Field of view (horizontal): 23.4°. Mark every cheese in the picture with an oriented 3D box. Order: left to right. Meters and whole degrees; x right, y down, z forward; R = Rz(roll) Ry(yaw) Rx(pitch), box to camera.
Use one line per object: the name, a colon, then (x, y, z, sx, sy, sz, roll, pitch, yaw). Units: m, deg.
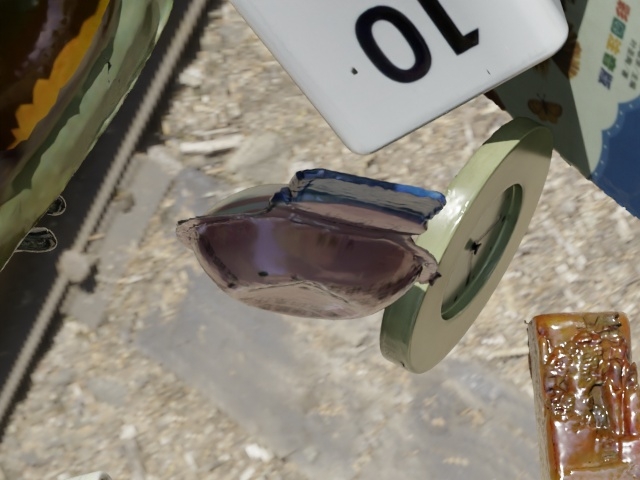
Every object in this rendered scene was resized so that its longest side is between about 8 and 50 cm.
cheese: (0.000, 0.000, 1.026, 0.189, 0.286, 0.074, 9, 75, -11)

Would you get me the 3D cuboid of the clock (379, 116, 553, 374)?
clock: (0.124, 0.004, 1.292, 0.029, 0.235, 0.235, 29, 110, 19)

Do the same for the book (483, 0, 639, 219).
book: (0.238, -0.185, 1.310, 0.428, 0.039, 0.300, 43, 147, 32)

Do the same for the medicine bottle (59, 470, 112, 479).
medicine bottle: (-0.285, 0.248, 1.303, 0.231, 0.059, 0.059, -15, 92, 10)

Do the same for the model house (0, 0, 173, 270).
model house: (-0.181, -0.133, 0.583, 0.239, 0.173, 0.268, 20, 70, 40)

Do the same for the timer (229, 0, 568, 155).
timer: (0.051, -0.217, 1.167, 0.192, 0.194, 0.195, -28, 124, 18)

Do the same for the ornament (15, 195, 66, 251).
ornament: (-0.270, -0.056, 0.991, 0.202, 0.236, 0.080, 15, 102, -15)

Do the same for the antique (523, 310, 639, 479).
antique: (0.227, 0.209, 1.272, 0.087, 0.093, 0.310, -4, 78, 2)
